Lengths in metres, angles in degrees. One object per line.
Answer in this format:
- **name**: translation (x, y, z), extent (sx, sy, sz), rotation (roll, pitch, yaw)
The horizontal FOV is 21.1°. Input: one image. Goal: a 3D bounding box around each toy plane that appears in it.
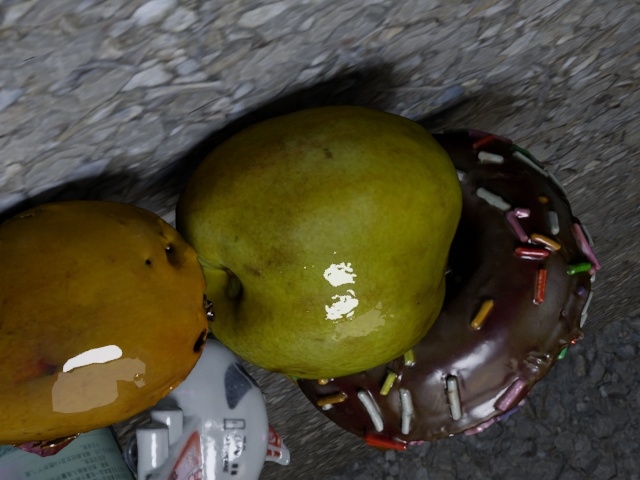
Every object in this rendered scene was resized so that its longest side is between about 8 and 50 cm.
- **toy plane**: translation (-0.100, 0.219, 1.640), extent (0.118, 0.252, 0.252), rotation (-4, 178, 26)

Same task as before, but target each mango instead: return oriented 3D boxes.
- **mango**: translation (-0.192, 0.058, 1.101), extent (0.248, 0.156, 0.151), rotation (-12, -164, 11)

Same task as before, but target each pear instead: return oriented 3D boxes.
- **pear**: translation (0.000, 0.000, 1.173), extent (0.200, 0.200, 0.200), rotation (-28, 166, -7)

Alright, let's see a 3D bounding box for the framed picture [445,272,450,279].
- **framed picture**: translation (0.048, 0.036, 1.460), extent (0.128, 0.168, 0.023), rotation (-25, 127, -26)

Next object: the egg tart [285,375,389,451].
- **egg tart**: translation (0.065, 0.092, 1.660), extent (0.215, 0.171, 0.215), rotation (-41, 178, -2)

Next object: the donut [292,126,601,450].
- **donut**: translation (0.078, 0.029, 1.314), extent (0.269, 0.270, 0.103), rotation (-32, 137, 10)

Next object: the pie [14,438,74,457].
- **pie**: translation (-0.173, 0.082, 1.268), extent (0.182, 0.049, 0.182), rotation (-56, 174, -9)

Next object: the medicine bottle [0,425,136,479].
- **medicine bottle**: translation (-0.255, 0.351, 1.681), extent (0.245, 0.290, 0.245), rotation (-27, 166, -7)
